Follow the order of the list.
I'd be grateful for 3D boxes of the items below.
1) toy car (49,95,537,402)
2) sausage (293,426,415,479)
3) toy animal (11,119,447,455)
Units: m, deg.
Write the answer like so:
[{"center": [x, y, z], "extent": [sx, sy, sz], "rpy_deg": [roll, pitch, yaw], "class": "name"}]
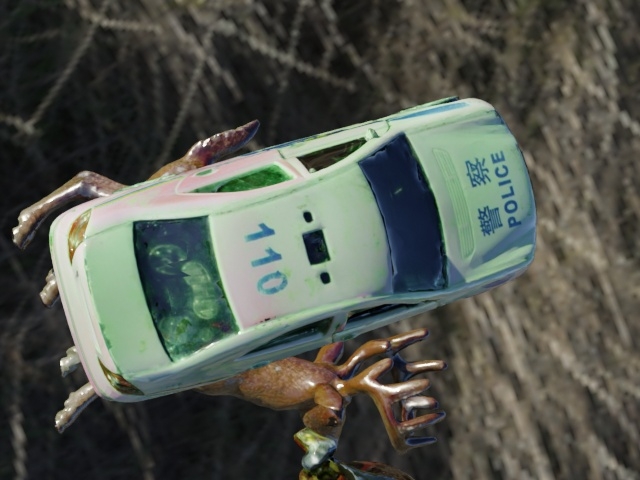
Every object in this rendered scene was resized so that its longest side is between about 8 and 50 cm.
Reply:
[{"center": [0.000, 0.000, 0.795], "extent": [0.224, 0.076, 0.090], "rpy_deg": [-17, 93, -22], "class": "toy car"}, {"center": [0.095, 0.235, 0.939], "extent": [0.371, 0.082, 0.082], "rpy_deg": [53, 45, -14], "class": "sausage"}, {"center": [-0.059, 0.049, 1.237], "extent": [0.087, 0.260, 0.243], "rpy_deg": [-39, 114, -85], "class": "toy animal"}]
